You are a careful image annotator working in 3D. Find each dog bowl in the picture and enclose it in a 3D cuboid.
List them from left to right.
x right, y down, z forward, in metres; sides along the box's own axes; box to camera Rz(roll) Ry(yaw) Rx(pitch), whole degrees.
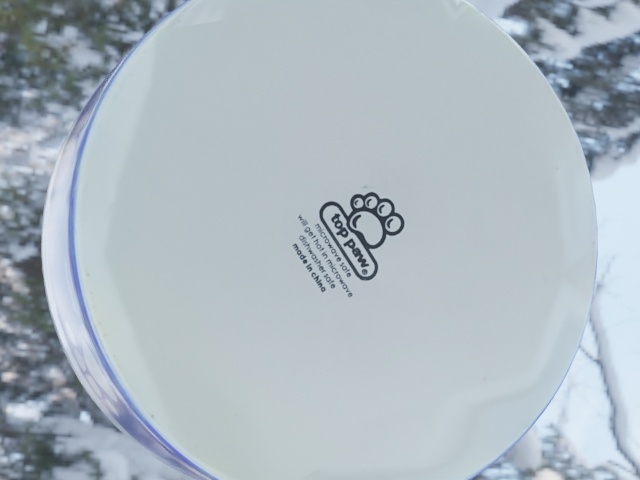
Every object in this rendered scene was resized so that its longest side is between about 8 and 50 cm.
[{"bbox_3d":[0.000,0.000,0.600,0.104,0.264,0.265,165,-70,-71],"label":"dog bowl"}]
